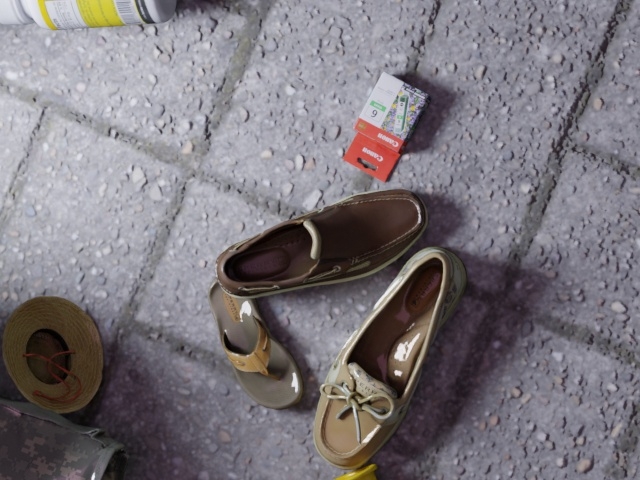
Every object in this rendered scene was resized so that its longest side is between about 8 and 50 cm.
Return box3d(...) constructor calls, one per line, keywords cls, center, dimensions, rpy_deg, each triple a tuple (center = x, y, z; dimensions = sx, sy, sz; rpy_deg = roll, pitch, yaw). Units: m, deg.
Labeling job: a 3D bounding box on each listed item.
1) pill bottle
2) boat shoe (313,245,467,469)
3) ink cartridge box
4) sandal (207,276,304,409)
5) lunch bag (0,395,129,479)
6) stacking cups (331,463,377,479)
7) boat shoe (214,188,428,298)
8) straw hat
box3d(cls="pill bottle", center=(-0.285, -0.314, 1.932), dimensions=(0.208, 0.119, 0.119), rpy_deg=(-2, 87, 11))
box3d(cls="boat shoe", center=(0.071, 0.133, 1.854), dimensions=(0.104, 0.089, 0.285), rpy_deg=(26, 93, 11))
box3d(cls="ink cartridge box", center=(0.076, -0.133, 1.897), dimensions=(0.063, 0.029, 0.115), rpy_deg=(29, 92, 11))
box3d(cls="sandal", center=(-0.084, 0.120, 1.905), dimensions=(0.072, 0.049, 0.180), rpy_deg=(-28, 82, 8))
box3d(cls="lunch bag", center=(-0.368, 0.324, 1.892), dimensions=(0.235, 0.169, 0.287), rpy_deg=(19, 95, 11))
box3d(cls="stacking cups", center=(0.081, 0.419, 1.847), dimensions=(0.096, 0.096, 0.316), rpy_deg=(-23, 88, 9))
box3d(cls="boat shoe", center=(0.003, 0.008, 1.859), dimensions=(0.257, 0.095, 0.095), rpy_deg=(-22, 83, 1))
box3d(cls="straw hat", center=(-0.334, 0.143, 1.944), dimensions=(0.061, 0.144, 0.144), rpy_deg=(-26, 80, 50))
